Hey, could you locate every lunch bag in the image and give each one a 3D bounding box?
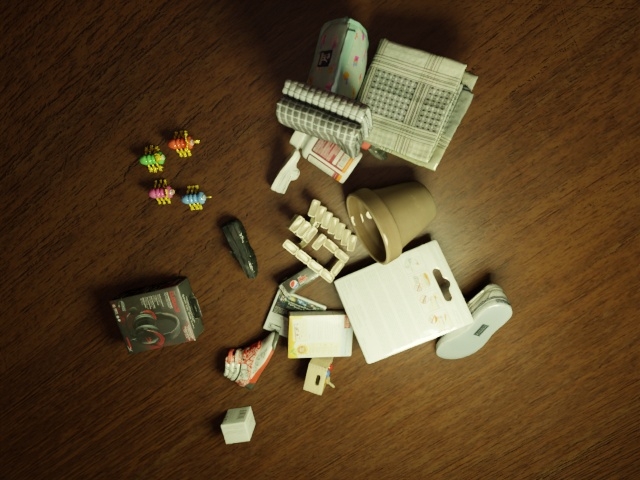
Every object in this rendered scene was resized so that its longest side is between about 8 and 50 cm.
[{"bbox_3d":[0.053,-0.510,1.215,0.160,0.262,0.223,17,100,-2],"label":"lunch bag"}]

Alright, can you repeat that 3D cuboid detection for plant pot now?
[{"bbox_3d":[0.244,-0.082,1.342,0.229,0.263,0.263,-27,101,-12],"label":"plant pot"}]

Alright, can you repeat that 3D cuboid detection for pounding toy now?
[{"bbox_3d":[0.006,0.509,1.535,0.100,0.130,0.141,14,103,11],"label":"pounding toy"}]

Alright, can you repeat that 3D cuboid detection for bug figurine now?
[{"bbox_3d":[-0.503,-0.230,1.404,0.216,0.072,0.278,-9,103,4],"label":"bug figurine"}]

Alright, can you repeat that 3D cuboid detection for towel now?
[{"bbox_3d":[0.017,-0.331,1.147,0.235,0.284,0.121,20,96,7],"label":"towel"},{"bbox_3d":[0.272,-0.412,1.237,0.324,0.056,0.312,24,101,8],"label":"towel"}]

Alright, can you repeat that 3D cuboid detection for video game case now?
[{"bbox_3d":[-0.097,0.288,1.534,0.191,0.022,0.173,22,103,-2],"label":"video game case"}]

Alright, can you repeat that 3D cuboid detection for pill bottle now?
[{"bbox_3d":[0.016,-0.297,1.341,0.221,0.121,0.121,35,102,-3],"label":"pill bottle"}]

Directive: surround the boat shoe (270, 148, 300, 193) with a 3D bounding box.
[{"bbox_3d":[-0.105,-0.225,1.369,0.063,0.066,0.184,25,127,-16],"label":"boat shoe"}]

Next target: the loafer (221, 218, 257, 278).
[{"bbox_3d":[-0.288,0.035,1.459,0.078,0.076,0.223,-19,97,12],"label":"loafer"}]

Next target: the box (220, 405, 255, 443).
[{"bbox_3d":[-0.321,0.723,1.601,0.102,0.101,0.087,-11,103,6],"label":"box"}]

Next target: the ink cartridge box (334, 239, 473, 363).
[{"bbox_3d":[0.280,0.211,1.419,0.385,0.091,0.308,-23,79,6],"label":"ink cartridge box"}]

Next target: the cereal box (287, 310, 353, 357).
[{"bbox_3d":[0.000,0.346,1.509,0.240,0.047,0.172,1,105,-10],"label":"cereal box"}]

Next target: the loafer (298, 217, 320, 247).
[{"bbox_3d":[-0.040,-0.041,1.441,0.050,0.056,0.148,31,92,-4],"label":"loafer"}]

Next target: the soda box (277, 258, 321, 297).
[{"bbox_3d":[-0.070,0.134,1.468,0.169,0.060,0.053,-32,100,1],"label":"soda box"}]

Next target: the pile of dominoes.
[{"bbox_3d":[0.000,0.000,1.417,0.251,0.040,0.196,40,85,-24],"label":"pile of dominoes"}]

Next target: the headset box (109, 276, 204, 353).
[{"bbox_3d":[-0.582,0.272,1.502,0.293,0.110,0.218,-12,102,5],"label":"headset box"}]

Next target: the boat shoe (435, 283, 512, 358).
[{"bbox_3d":[0.526,0.277,1.454,0.136,0.156,0.367,17,132,-6],"label":"boat shoe"}]

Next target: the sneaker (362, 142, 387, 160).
[{"bbox_3d":[0.262,-0.369,1.330,0.276,0.097,0.135,-42,98,12],"label":"sneaker"}]

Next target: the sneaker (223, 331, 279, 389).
[{"bbox_3d":[-0.269,0.431,1.532,0.145,0.090,0.270,28,109,-6],"label":"sneaker"}]
